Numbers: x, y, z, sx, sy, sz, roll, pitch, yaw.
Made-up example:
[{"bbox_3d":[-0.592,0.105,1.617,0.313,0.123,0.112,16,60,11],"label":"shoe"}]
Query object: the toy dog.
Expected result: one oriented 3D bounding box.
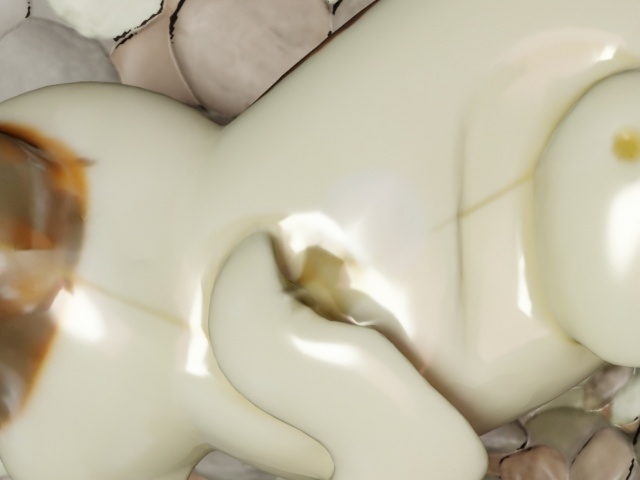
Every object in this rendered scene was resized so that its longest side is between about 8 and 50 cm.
[{"bbox_3d":[0.000,0.000,0.532,0.407,0.284,0.396,-12,95,1],"label":"toy dog"}]
